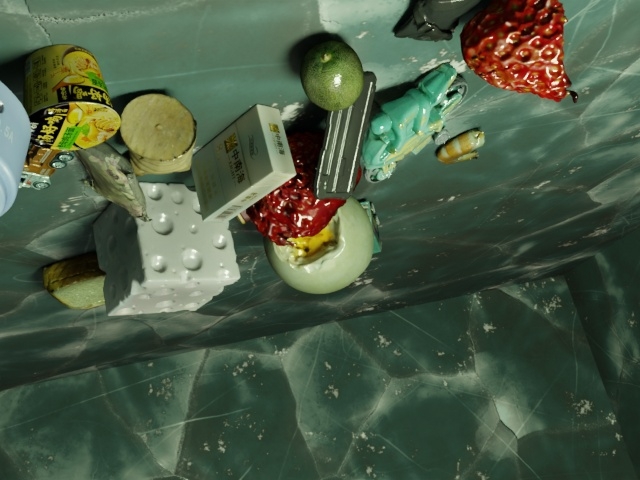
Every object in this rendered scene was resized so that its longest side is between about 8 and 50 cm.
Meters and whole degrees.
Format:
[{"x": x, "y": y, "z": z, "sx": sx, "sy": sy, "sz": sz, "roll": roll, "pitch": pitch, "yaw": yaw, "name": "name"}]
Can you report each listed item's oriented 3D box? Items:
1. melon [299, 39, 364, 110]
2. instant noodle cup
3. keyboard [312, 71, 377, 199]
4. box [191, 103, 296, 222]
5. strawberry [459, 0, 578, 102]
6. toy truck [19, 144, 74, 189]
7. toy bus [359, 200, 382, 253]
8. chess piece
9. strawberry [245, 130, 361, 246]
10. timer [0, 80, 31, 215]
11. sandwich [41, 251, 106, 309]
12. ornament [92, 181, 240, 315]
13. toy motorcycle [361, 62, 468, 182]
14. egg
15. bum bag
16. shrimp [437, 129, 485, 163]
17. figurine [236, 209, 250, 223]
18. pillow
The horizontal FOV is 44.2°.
[{"x": 0.022, "y": -0.293, "z": 1.399, "sx": 0.114, "sy": 0.114, "sz": 0.167, "roll": -17, "pitch": 163, "yaw": 5, "name": "melon"}, {"x": -0.399, "y": -0.227, "z": 1.239, "sx": 0.151, "sy": 0.122, "sz": 0.151, "roll": -13, "pitch": 165, "yaw": -4, "name": "instant noodle cup"}, {"x": 0.046, "y": -0.205, "z": 1.558, "sx": 0.106, "sy": 0.263, "sz": 0.016, "roll": -3, "pitch": -157, "yaw": -37, "name": "keyboard"}, {"x": -0.165, "y": -0.152, "z": 1.616, "sx": 0.067, "sy": 0.155, "sz": 0.243, "roll": 1, "pitch": 155, "yaw": -45, "name": "box"}, {"x": 0.333, "y": -0.335, "z": 1.359, "sx": 0.177, "sy": 0.234, "sz": 0.234, "roll": -10, "pitch": 164, "yaw": 11, "name": "strawberry"}, {"x": -0.520, "y": -0.162, "z": 1.411, "sx": 0.115, "sy": 0.080, "sz": 0.177, "roll": 5, "pitch": 153, "yaw": -37, "name": "toy truck"}, {"x": 0.127, "y": -0.036, "z": 2.305, "sx": 0.091, "sy": 0.109, "sz": 0.262, "roll": -11, "pitch": 162, "yaw": 9, "name": "toy bus"}, {"x": -0.305, "y": -0.177, "z": 1.517, "sx": 0.137, "sy": 0.137, "sz": 0.301, "roll": -12, "pitch": 173, "yaw": -10, "name": "chess piece"}, {"x": -0.059, "y": -0.127, "z": 1.707, "sx": 0.220, "sy": 0.274, "sz": 0.274, "roll": 39, "pitch": 135, "yaw": -23, "name": "strawberry"}, {"x": -0.603, "y": -0.146, "z": 1.132, "sx": 0.394, "sy": 0.173, "sz": 0.395, "roll": 1, "pitch": 152, "yaw": 0, "name": "timer"}, {"x": -0.616, "y": 0.111, "z": 2.163, "sx": 0.226, "sy": 0.087, "sz": 0.251, "roll": -17, "pitch": 160, "yaw": -1, "name": "sandwich"}, {"x": -0.364, "y": 0.023, "z": 1.842, "sx": 0.239, "sy": 0.239, "sz": 0.240, "roll": -1, "pitch": 158, "yaw": -37, "name": "ornament"}, {"x": 0.177, "y": -0.246, "z": 1.642, "sx": 0.296, "sy": 0.109, "sz": 0.198, "roll": -43, "pitch": 153, "yaw": 12, "name": "toy motorcycle"}, {"x": 0.000, "y": 0.000, "z": 2.019, "sx": 0.278, "sy": 0.278, "sz": 0.336, "roll": -18, "pitch": 168, "yaw": 9, "name": "egg"}, {"x": 0.215, "y": -0.395, "z": 1.332, "sx": 0.123, "sy": 0.060, "sz": 0.248, "roll": -14, "pitch": 165, "yaw": -17, "name": "bum bag"}, {"x": 0.380, "y": -0.231, "z": 2.006, "sx": 0.166, "sy": 0.049, "sz": 0.161, "roll": 2, "pitch": 159, "yaw": -46, "name": "shrimp"}, {"x": -0.168, "y": -0.106, "z": 1.867, "sx": 0.154, "sy": 0.082, "sz": 0.098, "roll": -23, "pitch": 151, "yaw": 2, "name": "figurine"}, {"x": -0.407, "y": -0.128, "z": 1.558, "sx": 0.059, "sy": 0.169, "sz": 0.255, "roll": -54, "pitch": 172, "yaw": -18, "name": "pillow"}]
